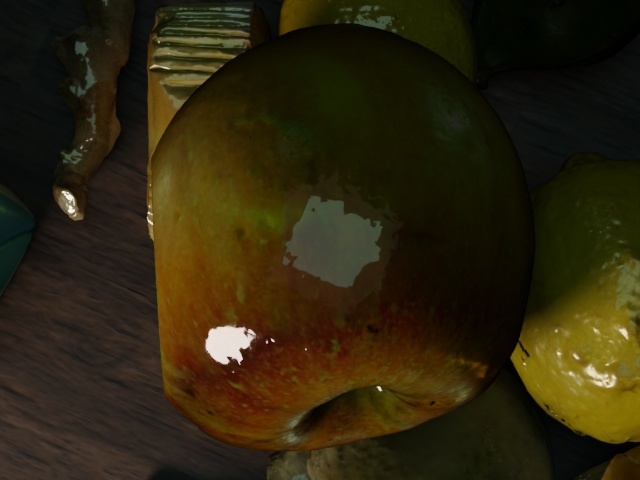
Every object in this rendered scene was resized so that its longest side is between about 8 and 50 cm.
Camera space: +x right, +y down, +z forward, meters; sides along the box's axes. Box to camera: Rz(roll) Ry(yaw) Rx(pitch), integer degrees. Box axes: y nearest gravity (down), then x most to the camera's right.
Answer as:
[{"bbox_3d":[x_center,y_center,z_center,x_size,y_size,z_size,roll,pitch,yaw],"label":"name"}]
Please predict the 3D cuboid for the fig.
[{"bbox_3d":[0.230,-0.254,1.673,0.245,0.195,0.195,-34,83,16],"label":"fig"}]

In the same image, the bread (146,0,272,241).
[{"bbox_3d":[-0.108,-0.117,1.660,0.133,0.179,0.250,1,83,-2],"label":"bread"}]

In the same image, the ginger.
[{"bbox_3d":[-0.246,-0.160,1.721,0.089,0.075,0.288,14,77,-20],"label":"ginger"}]

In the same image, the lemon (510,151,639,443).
[{"bbox_3d":[0.294,0.057,1.594,0.260,0.260,0.284,-37,87,-4],"label":"lemon"}]

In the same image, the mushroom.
[{"bbox_3d":[0.089,0.201,1.610,0.292,0.212,0.217,5,90,8],"label":"mushroom"}]

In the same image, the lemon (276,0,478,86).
[{"bbox_3d":[0.055,-0.181,1.648,0.204,0.204,0.260,-20,106,-2],"label":"lemon"}]

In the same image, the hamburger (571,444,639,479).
[{"bbox_3d":[0.380,0.331,1.598,0.304,0.174,0.284,-6,70,-10],"label":"hamburger"}]

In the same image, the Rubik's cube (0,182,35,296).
[{"bbox_3d":[-0.515,0.016,1.562,0.352,0.351,0.347,29,84,7],"label":"Rubik's cube"}]

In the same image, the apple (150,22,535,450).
[{"bbox_3d":[0.000,0.000,1.447,0.374,0.384,0.374,16,59,-29],"label":"apple"}]
